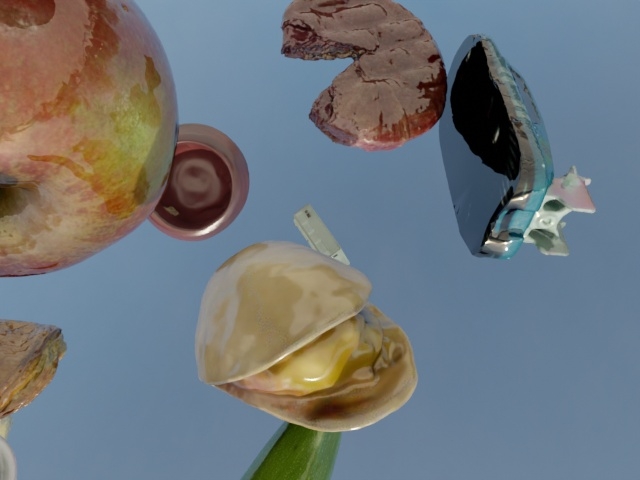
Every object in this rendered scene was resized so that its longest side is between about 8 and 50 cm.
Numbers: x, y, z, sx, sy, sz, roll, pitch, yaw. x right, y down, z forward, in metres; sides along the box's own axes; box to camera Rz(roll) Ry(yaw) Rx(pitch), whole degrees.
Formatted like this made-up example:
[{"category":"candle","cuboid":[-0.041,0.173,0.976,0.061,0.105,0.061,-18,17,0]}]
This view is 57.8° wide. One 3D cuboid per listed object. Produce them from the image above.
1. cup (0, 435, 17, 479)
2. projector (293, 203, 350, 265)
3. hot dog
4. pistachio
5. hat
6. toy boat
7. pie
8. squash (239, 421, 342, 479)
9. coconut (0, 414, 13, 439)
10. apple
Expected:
[{"category":"cup","cuboid":[-0.291,0.138,0.335,0.134,0.174,0.142,0,-134,17]},{"category":"projector","cuboid":[0.000,0.000,1.399,0.061,0.115,0.147,-35,-116,1]},{"category":"hot dog","cuboid":[-0.561,0.209,0.993,0.272,0.122,0.196,2,-144,9]},{"category":"pistachio","cuboid":[-0.033,0.096,0.586,0.188,0.187,0.299,-53,-162,-12]},{"category":"hat","cuboid":[-0.220,-0.102,1.011,0.205,0.089,0.206,1,-76,2]},{"category":"toy boat","cuboid":[0.199,-0.110,0.621,0.092,0.134,0.299,8,-135,-5]},{"category":"pie","cuboid":[0.054,-0.206,0.693,0.204,0.054,0.219,-3,-109,-20]},{"category":"squash","cuboid":[-0.052,0.260,0.549,0.082,0.082,0.292,7,-155,25]},{"category":"coconut","cuboid":[-0.945,0.413,1.281,0.404,0.405,0.405,-9,-121,16]},{"category":"apple","cuboid":[-0.306,-0.124,0.544,0.348,0.348,0.277,-19,-119,11]}]
